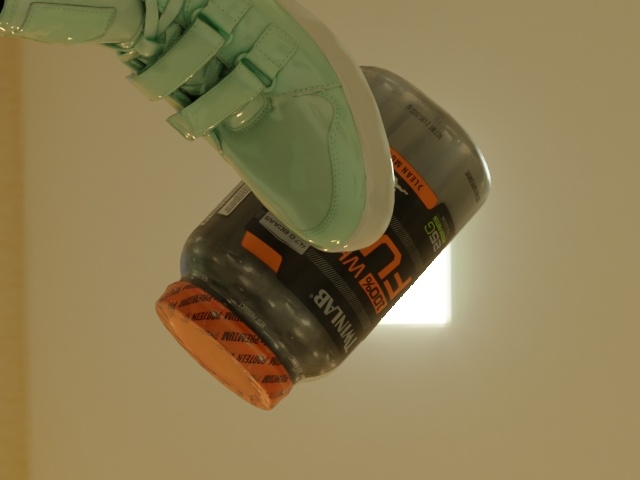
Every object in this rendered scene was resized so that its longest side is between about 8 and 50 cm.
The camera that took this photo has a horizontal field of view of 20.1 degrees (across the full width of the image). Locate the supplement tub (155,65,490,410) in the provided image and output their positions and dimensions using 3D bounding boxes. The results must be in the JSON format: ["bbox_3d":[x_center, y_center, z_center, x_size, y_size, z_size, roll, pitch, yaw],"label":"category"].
[{"bbox_3d":[0.000,0.000,1.054,0.190,0.117,0.117,-48,-152,-16],"label":"supplement tub"}]

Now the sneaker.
[{"bbox_3d":[-0.081,-0.083,0.828,0.256,0.151,0.094,56,-45,4],"label":"sneaker"}]
